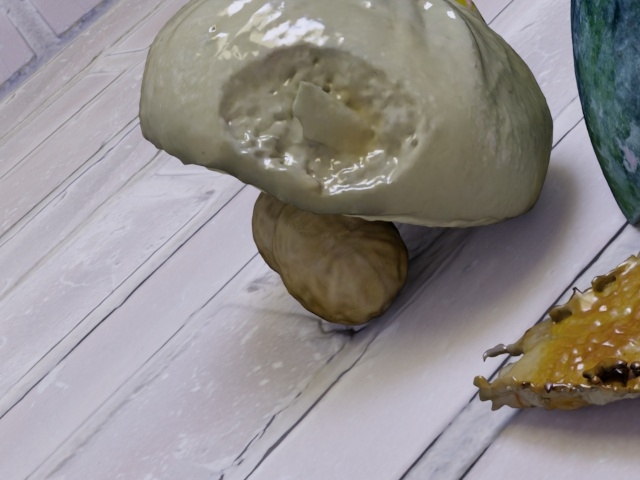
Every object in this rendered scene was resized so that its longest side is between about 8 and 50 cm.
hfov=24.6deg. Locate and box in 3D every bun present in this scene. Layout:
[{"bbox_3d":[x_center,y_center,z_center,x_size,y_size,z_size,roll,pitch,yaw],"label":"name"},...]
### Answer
[{"bbox_3d":[0.028,-0.140,1.278,0.364,0.364,0.202,-145,66,-66],"label":"bun"}]

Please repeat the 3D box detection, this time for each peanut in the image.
[{"bbox_3d":[0.000,0.000,1.346,0.236,0.120,0.110,40,115,61],"label":"peanut"}]

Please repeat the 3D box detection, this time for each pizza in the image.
[{"bbox_3d":[0.235,0.050,0.980,0.297,0.071,0.189,-31,23,12],"label":"pizza"}]

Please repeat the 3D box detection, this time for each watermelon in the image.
[{"bbox_3d":[0.330,-0.152,1.108,0.258,0.228,0.387,-8,-8,-16],"label":"watermelon"}]

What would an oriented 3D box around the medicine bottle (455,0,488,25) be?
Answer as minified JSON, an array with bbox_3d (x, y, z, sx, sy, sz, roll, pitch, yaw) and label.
[{"bbox_3d":[0.104,-0.214,1.504,0.122,0.212,0.122,-29,23,14],"label":"medicine bottle"}]
